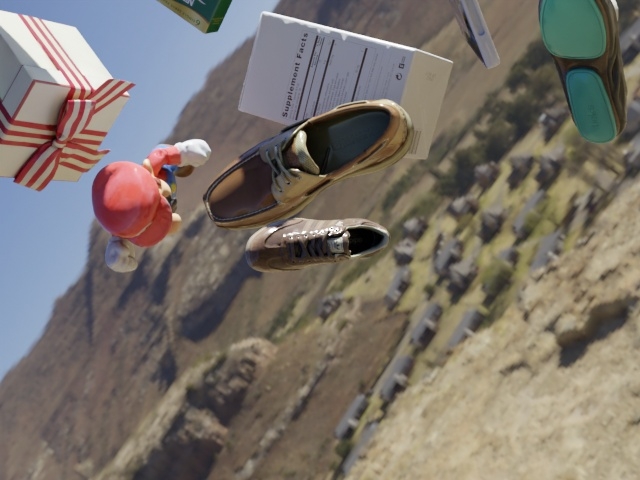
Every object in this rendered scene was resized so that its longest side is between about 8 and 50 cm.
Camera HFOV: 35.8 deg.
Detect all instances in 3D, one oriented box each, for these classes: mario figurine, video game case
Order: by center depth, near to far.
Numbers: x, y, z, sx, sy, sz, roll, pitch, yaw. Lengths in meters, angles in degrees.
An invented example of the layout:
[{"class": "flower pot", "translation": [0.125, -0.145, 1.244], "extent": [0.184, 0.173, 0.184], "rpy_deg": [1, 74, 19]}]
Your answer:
[{"class": "video game case", "translation": [0.149, -0.270, 1.071], "extent": [0.019, 0.143, 0.157], "rpy_deg": [-23, 23, 8]}, {"class": "mario figurine", "translation": [-0.267, -0.059, 1.638], "extent": [0.320, 0.170, 0.198], "rpy_deg": [-80, -12, -75]}]

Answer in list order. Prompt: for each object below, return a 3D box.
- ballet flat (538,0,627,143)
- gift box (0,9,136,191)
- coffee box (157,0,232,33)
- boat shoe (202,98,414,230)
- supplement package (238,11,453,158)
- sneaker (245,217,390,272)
[{"class": "ballet flat", "translation": [0.340, -0.248, 1.264], "extent": [0.096, 0.095, 0.280], "rpy_deg": [-62, -35, -29]}, {"class": "gift box", "translation": [-0.517, -0.265, 1.866], "extent": [0.276, 0.258, 0.255], "rpy_deg": [-4, -42, -48]}, {"class": "coffee box", "translation": [-0.157, -0.391, 1.365], "extent": [0.184, 0.113, 0.040], "rpy_deg": [-58, -11, 28]}, {"class": "boat shoe", "translation": [-0.025, -0.120, 1.420], "extent": [0.323, 0.123, 0.120], "rpy_deg": [-27, -10, 8]}, {"class": "supplement package", "translation": [0.042, -0.259, 1.668], "extent": [0.177, 0.292, 0.175], "rpy_deg": [-4, -68, -61]}, {"class": "sneaker", "translation": [0.000, 0.000, 1.244], "extent": [0.188, 0.066, 0.071], "rpy_deg": [-10, 3, -27]}]
